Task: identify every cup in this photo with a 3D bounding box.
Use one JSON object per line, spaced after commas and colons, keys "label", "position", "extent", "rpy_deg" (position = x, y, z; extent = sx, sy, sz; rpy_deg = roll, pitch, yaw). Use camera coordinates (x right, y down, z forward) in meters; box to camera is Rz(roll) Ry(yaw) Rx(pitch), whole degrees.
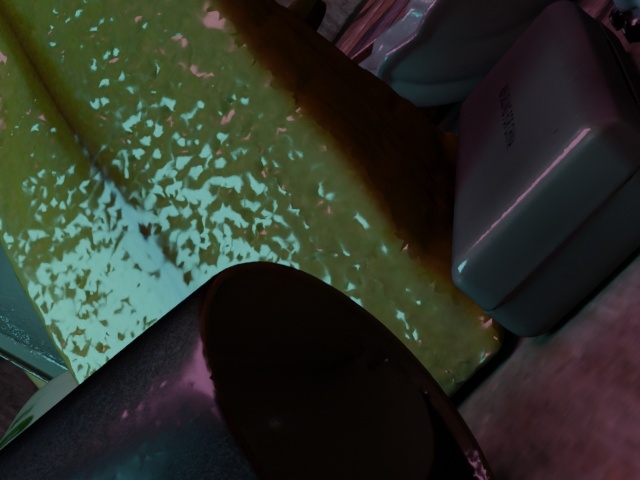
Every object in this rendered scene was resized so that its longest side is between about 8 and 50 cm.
{"label": "cup", "position": [-0.025, 0.143, 0.377], "extent": [0.177, 0.239, 0.166], "rpy_deg": [-43, -30, 22]}

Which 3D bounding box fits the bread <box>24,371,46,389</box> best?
{"label": "bread", "position": [-0.179, 0.038, 1.087], "extent": [0.315, 0.270, 0.211], "rpy_deg": [-40, -1, 41]}

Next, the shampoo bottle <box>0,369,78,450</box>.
{"label": "shampoo bottle", "position": [-0.178, 0.232, 0.644], "extent": [0.222, 0.151, 0.350], "rpy_deg": [-45, 12, 28]}

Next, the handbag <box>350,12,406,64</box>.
{"label": "handbag", "position": [0.055, -0.169, 1.098], "extent": [0.212, 0.059, 0.157], "rpy_deg": [-33, 4, 19]}

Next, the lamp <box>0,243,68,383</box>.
{"label": "lamp", "position": [-0.173, 0.014, 0.909], "extent": [0.047, 0.266, 0.269], "rpy_deg": [-27, -41, -60]}

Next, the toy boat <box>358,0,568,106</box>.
{"label": "toy boat", "position": [0.138, -0.204, 0.896], "extent": [0.290, 0.100, 0.199], "rpy_deg": [-51, 10, 15]}

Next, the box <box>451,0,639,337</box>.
{"label": "box", "position": [0.115, -0.049, 0.554], "extent": [0.103, 0.055, 0.244], "rpy_deg": [-49, 10, 23]}

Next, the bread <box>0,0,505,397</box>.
{"label": "bread", "position": [-0.102, -0.034, 0.621], "extent": [0.233, 0.361, 0.245], "rpy_deg": [-48, 8, 24]}

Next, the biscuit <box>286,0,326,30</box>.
{"label": "biscuit", "position": [-0.078, -0.266, 1.693], "extent": [0.273, 0.049, 0.257], "rpy_deg": [-54, 0, -4]}

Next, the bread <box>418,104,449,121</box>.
{"label": "bread", "position": [0.074, -0.110, 1.031], "extent": [0.157, 0.044, 0.052], "rpy_deg": [-44, 18, 48]}

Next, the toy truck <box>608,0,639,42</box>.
{"label": "toy truck", "position": [0.186, -0.161, 0.607], "extent": [0.076, 0.076, 0.111], "rpy_deg": [-30, 15, 13]}
